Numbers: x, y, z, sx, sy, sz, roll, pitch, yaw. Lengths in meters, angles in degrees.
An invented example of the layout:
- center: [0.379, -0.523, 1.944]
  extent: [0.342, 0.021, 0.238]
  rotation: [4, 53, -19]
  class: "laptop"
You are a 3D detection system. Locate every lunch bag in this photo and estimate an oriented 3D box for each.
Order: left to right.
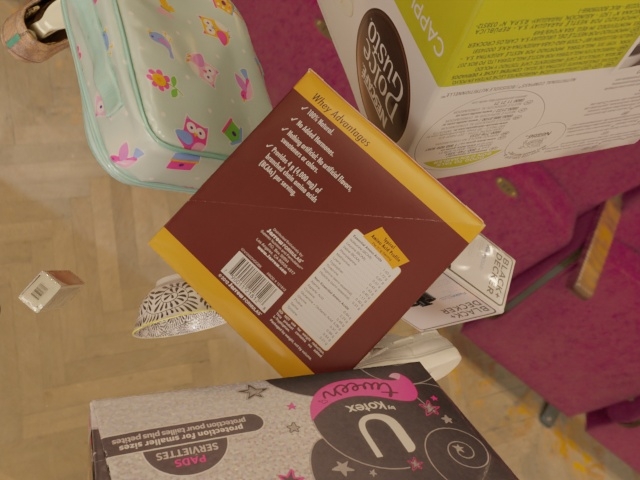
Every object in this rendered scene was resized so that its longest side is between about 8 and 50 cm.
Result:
- center: [-0.174, -0.193, 0.668]
  extent: [0.224, 0.108, 0.279]
  rotation: [0, 68, -51]
  class: "lunch bag"

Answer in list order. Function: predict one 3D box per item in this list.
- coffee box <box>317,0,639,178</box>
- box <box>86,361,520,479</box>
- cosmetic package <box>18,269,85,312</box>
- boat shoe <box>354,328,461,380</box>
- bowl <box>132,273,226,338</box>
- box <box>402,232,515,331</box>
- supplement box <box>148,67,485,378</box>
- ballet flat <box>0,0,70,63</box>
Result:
- center: [0.205, -0.298, 0.589]
  extent: [0.338, 0.334, 0.337]
  rotation: [-12, 67, -14]
  class: "coffee box"
- center: [-0.014, 0.185, 0.368]
  extent: [0.247, 0.163, 0.142]
  rotation: [0, 116, -25]
  class: "box"
- center: [-0.446, 0.083, 0.970]
  extent: [0.041, 0.115, 0.060]
  rotation: [41, 85, -1]
  class: "cosmetic package"
- center: [0.091, 0.140, 0.687]
  extent: [0.184, 0.066, 0.063]
  rotation: [-9, 47, -35]
  class: "boat shoe"
- center: [-0.225, 0.101, 0.947]
  extent: [0.170, 0.170, 0.080]
  rotation: [-6, 72, -27]
  class: "bowl"
- center: [0.098, 0.006, 0.783]
  extent: [0.290, 0.169, 0.087]
  rotation: [35, 58, -20]
  class: "box"
- center: [0.000, 0.000, 0.513]
  extent: [0.191, 0.129, 0.194]
  rotation: [43, 90, 8]
  class: "supplement box"
- center: [-0.369, -0.392, 0.952]
  extent: [0.316, 0.106, 0.107]
  rotation: [-50, 115, -27]
  class: "ballet flat"
